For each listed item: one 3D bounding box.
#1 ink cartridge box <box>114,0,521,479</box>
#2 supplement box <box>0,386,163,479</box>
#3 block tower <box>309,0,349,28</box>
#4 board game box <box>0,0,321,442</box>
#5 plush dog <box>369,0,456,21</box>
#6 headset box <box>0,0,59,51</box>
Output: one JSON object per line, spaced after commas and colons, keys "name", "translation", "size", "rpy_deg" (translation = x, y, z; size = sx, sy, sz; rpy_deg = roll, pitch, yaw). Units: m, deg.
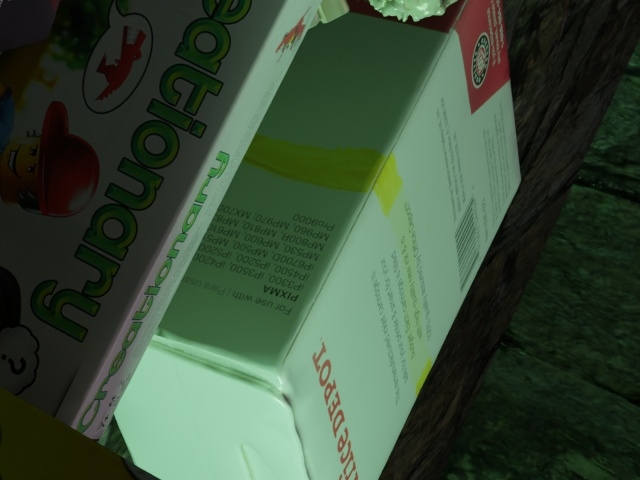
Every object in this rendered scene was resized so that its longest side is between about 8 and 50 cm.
{"name": "ink cartridge box", "translation": [0.000, 0.000, 1.295], "size": [0.279, 0.160, 0.384], "rpy_deg": [77, 34, -53]}
{"name": "supplement box", "translation": [-0.176, 0.158, 0.724], "size": [0.195, 0.357, 0.194], "rpy_deg": [-57, 166, -19]}
{"name": "block tower", "translation": [0.003, -0.180, 0.922], "size": [0.335, 0.097, 0.091], "rpy_deg": [-28, 128, -3]}
{"name": "board game box", "translation": [-0.119, -0.086, 0.813], "size": [0.305, 0.193, 0.053], "rpy_deg": [-64, 166, 3]}
{"name": "plush dog", "translation": [0.007, -0.276, 1.013], "size": [0.225, 0.211, 0.262], "rpy_deg": [-6, 128, -50]}
{"name": "headset box", "translation": [-0.167, -0.173, 0.647], "size": [0.293, 0.110, 0.218], "rpy_deg": [-33, 148, -63]}
